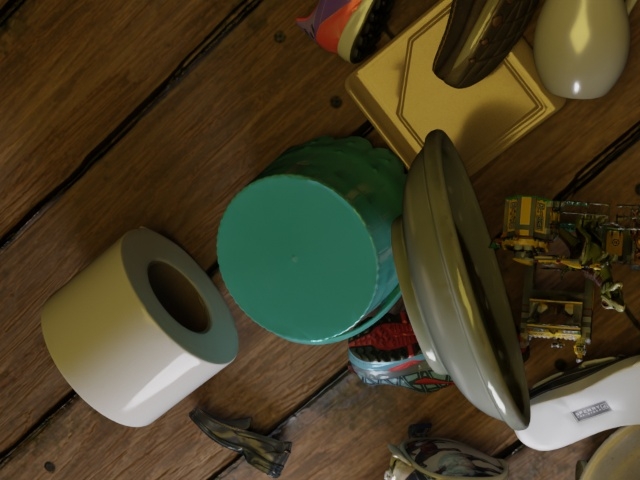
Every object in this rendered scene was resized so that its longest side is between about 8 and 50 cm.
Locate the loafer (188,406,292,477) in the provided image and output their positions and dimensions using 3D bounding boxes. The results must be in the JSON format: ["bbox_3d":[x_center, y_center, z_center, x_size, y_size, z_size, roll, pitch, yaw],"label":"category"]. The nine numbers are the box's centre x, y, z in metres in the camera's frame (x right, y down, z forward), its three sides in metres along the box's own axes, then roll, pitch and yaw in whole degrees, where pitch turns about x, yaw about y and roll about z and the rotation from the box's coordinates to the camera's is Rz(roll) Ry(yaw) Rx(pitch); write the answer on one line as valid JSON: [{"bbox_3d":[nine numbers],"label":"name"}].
[{"bbox_3d":[-0.123,0.298,2.005,0.170,0.062,0.061,31,86,3],"label":"loafer"}]

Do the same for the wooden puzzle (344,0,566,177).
[{"bbox_3d":[0.188,-0.210,1.820,0.239,0.044,0.221,-38,90,14],"label":"wooden puzzle"}]

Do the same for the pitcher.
[{"bbox_3d":[0.368,-0.300,1.713,0.178,0.125,0.207,-10,116,-24],"label":"pitcher"}]

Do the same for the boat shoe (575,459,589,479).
[{"bbox_3d":[0.417,0.418,1.874,0.073,0.080,0.223,-11,99,6],"label":"boat shoe"}]

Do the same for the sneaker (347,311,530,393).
[{"bbox_3d":[0.169,0.164,1.886,0.262,0.104,0.125,2,144,0],"label":"sneaker"}]

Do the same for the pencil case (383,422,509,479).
[{"bbox_3d":[0.131,0.482,1.914,0.183,0.160,0.410,15,106,-6],"label":"pencil case"}]

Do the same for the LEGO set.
[{"bbox_3d":[0.382,0.063,1.710,0.331,0.255,0.192,5,80,6],"label":"LEGO set"}]

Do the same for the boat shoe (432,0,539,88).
[{"bbox_3d":[0.230,-0.374,1.730,0.130,0.132,0.355,28,93,25],"label":"boat shoe"}]

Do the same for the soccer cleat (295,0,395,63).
[{"bbox_3d":[0.069,-0.405,1.778,0.116,0.108,0.318,29,108,17],"label":"soccer cleat"}]

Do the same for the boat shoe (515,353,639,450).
[{"bbox_3d":[0.412,0.204,1.806,0.301,0.102,0.108,-25,110,28],"label":"boat shoe"}]

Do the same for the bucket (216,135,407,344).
[{"bbox_3d":[0.000,0.000,1.814,0.281,0.183,0.281,8,111,22],"label":"bucket"}]

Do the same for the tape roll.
[{"bbox_3d":[-0.262,0.127,1.902,0.169,0.246,0.246,-39,90,18],"label":"tape roll"}]

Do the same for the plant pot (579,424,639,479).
[{"bbox_3d":[0.518,0.407,1.678,0.334,0.305,0.334,0,95,0],"label":"plant pot"}]

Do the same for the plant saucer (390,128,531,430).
[{"bbox_3d":[0.170,0.060,1.678,0.100,0.400,0.400,-17,97,12],"label":"plant saucer"}]
